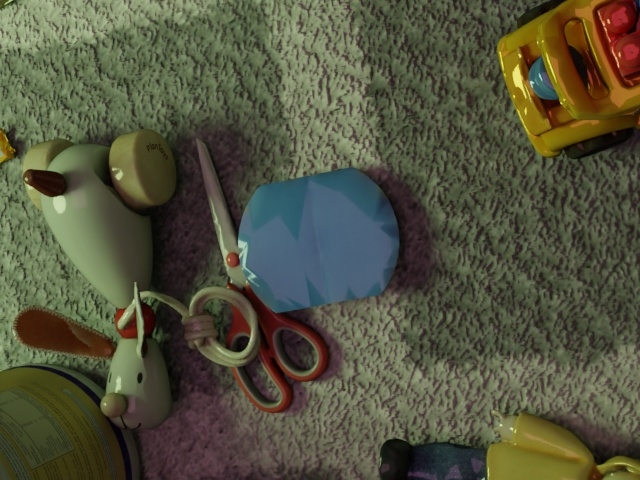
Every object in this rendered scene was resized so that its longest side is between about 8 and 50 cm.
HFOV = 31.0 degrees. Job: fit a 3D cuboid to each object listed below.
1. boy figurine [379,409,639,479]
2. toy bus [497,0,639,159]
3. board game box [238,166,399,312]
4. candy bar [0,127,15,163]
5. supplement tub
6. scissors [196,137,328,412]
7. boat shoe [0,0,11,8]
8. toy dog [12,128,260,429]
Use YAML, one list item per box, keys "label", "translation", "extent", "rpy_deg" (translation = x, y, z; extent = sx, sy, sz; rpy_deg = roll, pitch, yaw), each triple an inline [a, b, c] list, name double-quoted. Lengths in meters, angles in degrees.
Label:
- label: "boy figurine"
  translation: [0.201, 0.253, 1.099]
  extent: [0.285, 0.092, 0.177]
  rpy_deg: [0, 77, 24]
- label: "toy bus"
  translation: [0.252, -0.159, 0.984]
  extent: [0.220, 0.211, 0.149]
  rpy_deg: [-22, 89, 22]
- label: "board game box"
  translation: [0.000, 0.000, 1.186]
  extent: [0.169, 0.033, 0.133]
  rpy_deg: [-11, 85, 13]
- label: "candy bar"
  translation: [-0.420, -0.084, 1.344]
  extent: [0.161, 0.018, 0.040]
  rpy_deg: [-23, 87, 22]
- label: "supplement tub"
  translation: [-0.362, 0.270, 1.188]
  extent: [0.241, 0.331, 0.241]
  rpy_deg: [2, 96, 20]
- label: "scissors"
  translation: [-0.095, 0.041, 1.232]
  extent: [0.109, 0.021, 0.297]
  rpy_deg: [-33, 85, 22]
- label: "boat shoe"
  translation: [-0.323, -0.304, 1.277]
  extent: [0.153, 0.048, 0.056]
  rpy_deg: [-32, 71, 14]
- label: "toy dog"
  translation: [-0.231, 0.034, 1.200]
  extent: [0.220, 0.161, 0.333]
  rpy_deg: [-31, 81, 27]
